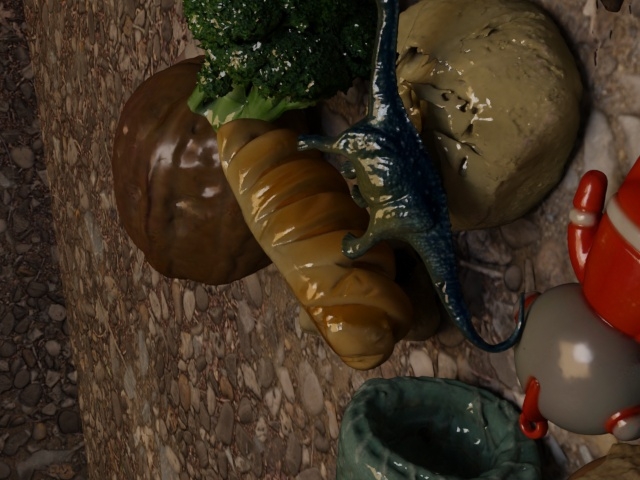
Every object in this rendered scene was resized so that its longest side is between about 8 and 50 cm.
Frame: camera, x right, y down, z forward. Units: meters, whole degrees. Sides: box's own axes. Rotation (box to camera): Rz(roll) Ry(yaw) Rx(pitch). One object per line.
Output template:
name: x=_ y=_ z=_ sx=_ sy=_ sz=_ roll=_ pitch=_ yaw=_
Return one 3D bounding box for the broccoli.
broccoli: x=-0.062 y=-0.256 z=0.993 sx=0.275 sy=0.308 sz=0.308 roll=-47 pitch=55 yaw=33

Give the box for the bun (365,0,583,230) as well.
bun: x=0.134 y=-0.133 z=0.864 sx=0.259 sy=0.152 sz=0.259 roll=25 pitch=120 yaw=54

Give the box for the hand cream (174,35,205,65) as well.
hand cream: x=-0.153 y=-0.342 z=1.386 sx=0.248 sy=0.083 sz=0.133 roll=-38 pitch=66 yaw=45

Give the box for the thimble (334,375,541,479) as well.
thimble: x=0.120 y=0.254 z=0.920 sx=0.235 sy=0.198 sz=0.143 roll=29 pitch=127 yaw=33

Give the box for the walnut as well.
walnut: x=-0.167 y=-0.092 z=1.254 sx=0.306 sy=0.306 sz=0.344 roll=48 pitch=128 yaw=44

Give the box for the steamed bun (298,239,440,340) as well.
steamed bun: x=0.063 y=0.047 z=1.053 sx=0.172 sy=0.141 sz=0.155 roll=-1 pitch=86 yaw=54

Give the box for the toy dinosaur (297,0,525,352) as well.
toy dinosaur: x=0.070 y=-0.053 z=0.790 sx=0.147 sy=0.076 sz=0.363 roll=-16 pitch=97 yaw=42

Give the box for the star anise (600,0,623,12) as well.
star anise: x=0.238 y=-0.348 z=0.677 sx=0.315 sy=0.108 sz=0.315 roll=178 pitch=90 yaw=-66

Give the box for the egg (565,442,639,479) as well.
egg: x=0.281 y=0.285 z=0.665 sx=0.245 sy=0.203 sz=0.203 roll=62 pitch=146 yaw=12

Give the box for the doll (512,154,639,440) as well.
doll: x=0.268 y=0.065 z=0.739 sx=0.200 sy=0.105 sz=0.336 roll=52 pitch=130 yaw=38

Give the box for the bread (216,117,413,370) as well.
bread: x=0.000 y=0.000 z=0.924 sx=0.311 sy=0.121 sz=0.173 roll=56 pitch=176 yaw=27
